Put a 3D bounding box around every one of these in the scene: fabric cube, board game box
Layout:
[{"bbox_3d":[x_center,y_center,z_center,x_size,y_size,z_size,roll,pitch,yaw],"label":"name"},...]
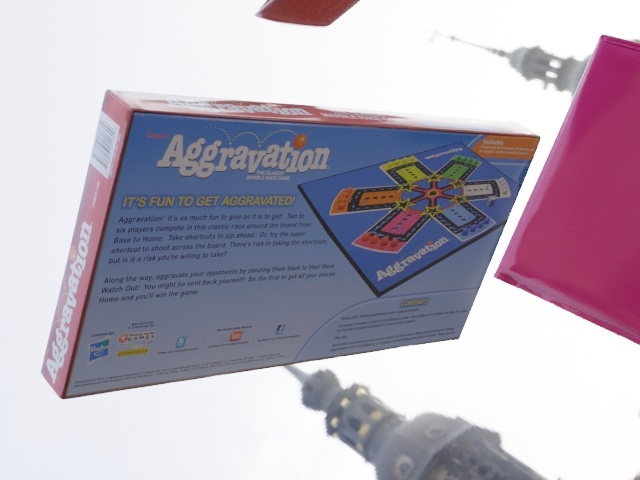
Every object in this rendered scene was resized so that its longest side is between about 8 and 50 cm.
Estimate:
[{"bbox_3d":[0.369,-0.024,0.979,0.259,0.254,0.258,9,-74,-60],"label":"fabric cube"},{"bbox_3d":[0.000,0.000,0.515,0.281,0.027,0.145,-2,-59,-42],"label":"board game box"}]

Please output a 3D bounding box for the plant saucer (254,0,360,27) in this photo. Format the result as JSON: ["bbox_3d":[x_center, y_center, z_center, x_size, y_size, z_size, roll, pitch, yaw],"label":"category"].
[{"bbox_3d":[0.080,-0.271,0.764,0.258,0.259,0.048,-35,-74,25],"label":"plant saucer"}]
